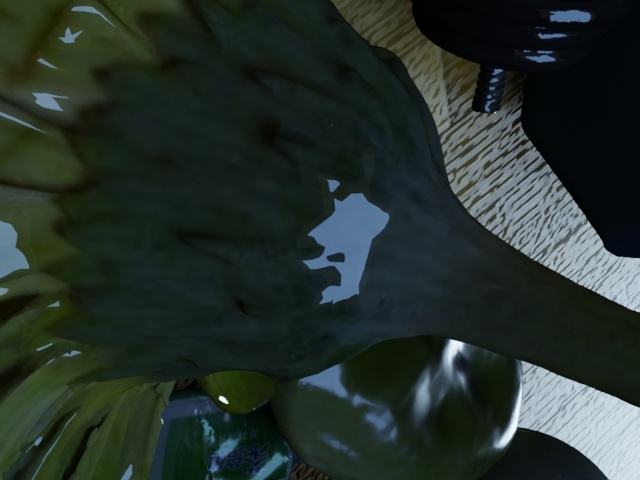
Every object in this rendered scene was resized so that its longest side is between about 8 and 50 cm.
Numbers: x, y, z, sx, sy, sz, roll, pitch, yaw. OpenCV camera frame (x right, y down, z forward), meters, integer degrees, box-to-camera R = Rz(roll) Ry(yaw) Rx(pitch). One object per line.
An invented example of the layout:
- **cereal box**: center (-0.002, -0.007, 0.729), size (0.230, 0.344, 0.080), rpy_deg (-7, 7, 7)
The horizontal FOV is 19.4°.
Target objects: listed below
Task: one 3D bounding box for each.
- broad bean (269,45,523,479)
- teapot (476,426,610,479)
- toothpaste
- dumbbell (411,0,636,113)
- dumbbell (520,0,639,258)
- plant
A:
- **broad bean**: center (0.023, 0.022, 0.791), size (0.207, 0.072, 0.153), rpy_deg (65, 36, -37)
- **teapot**: center (0.068, 0.182, 0.894), size (0.193, 0.129, 0.294), rpy_deg (-37, 161, -9)
- **toothpaste**: center (-0.090, 0.093, 0.749), size (0.248, 0.047, 0.078), rpy_deg (-6, 118, -45)
- **dumbbell**: center (0.086, -0.145, 0.733), size (0.099, 0.099, 0.208), rpy_deg (-18, 130, -42)
- **dumbbell**: center (0.248, -0.099, 0.922), size (0.325, 0.160, 0.144), rpy_deg (-21, 162, -41)
- **plant**: center (-0.047, -0.005, 0.547), size (0.261, 0.297, 0.306), rpy_deg (-9, 127, -33)
